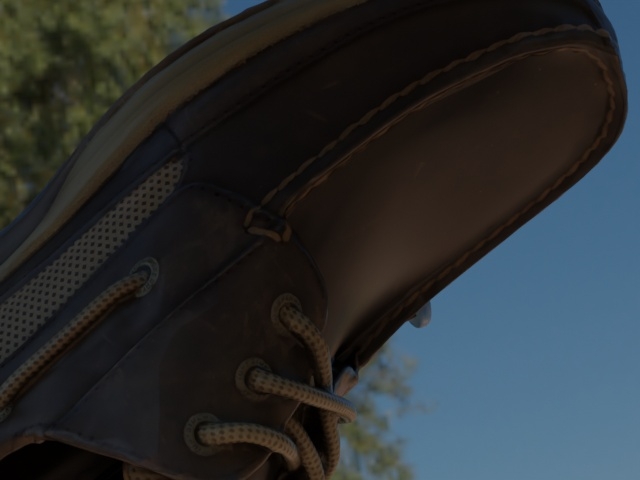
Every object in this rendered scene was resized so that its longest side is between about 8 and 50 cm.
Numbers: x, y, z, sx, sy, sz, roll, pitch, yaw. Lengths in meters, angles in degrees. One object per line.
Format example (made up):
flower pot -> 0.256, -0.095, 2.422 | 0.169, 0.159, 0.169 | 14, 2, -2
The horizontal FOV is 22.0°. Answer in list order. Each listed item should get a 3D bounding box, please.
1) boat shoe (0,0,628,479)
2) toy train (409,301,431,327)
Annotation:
boat shoe -> -0.045, 0.049, 0.508 | 0.355, 0.130, 0.132 | -35, -39, 2
toy train -> 0.000, 0.000, 0.890 | 0.080, 0.105, 0.184 | -20, 11, -15
